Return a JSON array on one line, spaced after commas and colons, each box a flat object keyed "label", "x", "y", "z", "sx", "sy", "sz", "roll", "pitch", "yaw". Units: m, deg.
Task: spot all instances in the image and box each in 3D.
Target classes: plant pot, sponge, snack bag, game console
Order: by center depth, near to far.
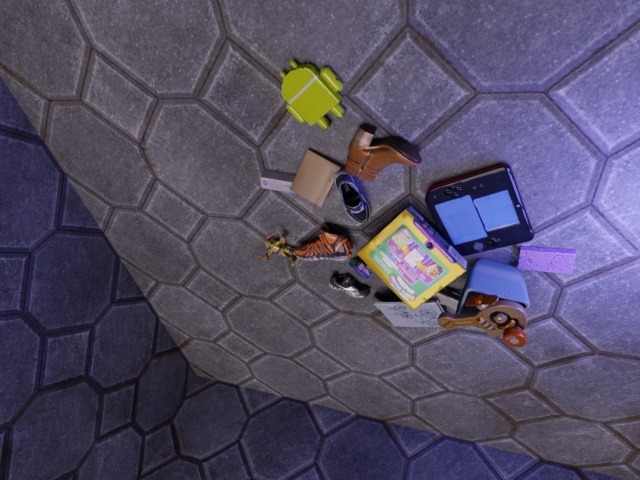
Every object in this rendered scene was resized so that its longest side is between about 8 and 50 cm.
[{"label": "game console", "x": 0.641, "y": -0.106, "z": 1.696, "sx": 0.341, "sy": 0.060, "sz": 0.387, "roll": -13, "pitch": 126, "yaw": 34}, {"label": "sponge", "x": 0.952, "y": 0.082, "z": 1.759, "sx": 0.209, "sy": 0.031, "sz": 0.117, "roll": 5, "pitch": 134, "yaw": 21}, {"label": "plant pot", "x": 0.744, "y": 0.226, "z": 1.831, "sx": 0.246, "sy": 0.252, "sz": 0.248, "roll": 13, "pitch": 136, "yaw": 12}, {"label": "snack bag", "x": 0.491, "y": 0.390, "z": 2.204, "sx": 0.342, "sy": 0.037, "sz": 0.323, "roll": -6, "pitch": 145, "yaw": 30}]

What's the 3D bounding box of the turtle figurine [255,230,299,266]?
[{"label": "turtle figurine", "x": -0.220, "y": 0.055, "z": 2.224, "sx": 0.217, "sy": 0.087, "sz": 0.269, "roll": 30, "pitch": 129, "yaw": -16}]

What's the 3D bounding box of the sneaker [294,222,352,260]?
[{"label": "sneaker", "x": 0.000, "y": 0.000, "z": 2.065, "sx": 0.320, "sy": 0.125, "sz": 0.180, "roll": -2, "pitch": 119, "yaw": 28}]

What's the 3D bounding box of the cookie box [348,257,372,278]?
[{"label": "cookie box", "x": 0.200, "y": 0.141, "z": 2.112, "sx": 0.092, "sy": 0.040, "sz": 0.107, "roll": 46, "pitch": 170, "yaw": -23}]

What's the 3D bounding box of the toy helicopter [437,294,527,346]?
[{"label": "toy helicopter", "x": 0.636, "y": 0.306, "z": 1.678, "sx": 0.354, "sy": 0.140, "sz": 0.235, "roll": -13, "pitch": 124, "yaw": 37}]

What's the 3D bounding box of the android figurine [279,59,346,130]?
[{"label": "android figurine", "x": -0.036, "y": -0.548, "z": 1.571, "sx": 0.272, "sy": 0.056, "sz": 0.248, "roll": 42, "pitch": 135, "yaw": -18}]

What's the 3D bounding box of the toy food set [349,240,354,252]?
[{"label": "toy food set", "x": 0.129, "y": 0.030, "z": 2.088, "sx": 0.082, "sy": 0.020, "sz": 0.083, "roll": 18, "pitch": 137, "yaw": 7}]

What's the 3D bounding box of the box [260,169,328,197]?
[{"label": "box", "x": -0.112, "y": -0.255, "z": 1.887, "sx": 0.323, "sy": 0.067, "sz": 0.063, "roll": 11, "pitch": 135, "yaw": 13}]

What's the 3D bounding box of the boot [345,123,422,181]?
[{"label": "boot", "x": 0.236, "y": -0.306, "z": 1.644, "sx": 0.283, "sy": 0.109, "sz": 0.220, "roll": 24, "pitch": 136, "yaw": 4}]

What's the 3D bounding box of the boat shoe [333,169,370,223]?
[{"label": "boat shoe", "x": 0.146, "y": -0.164, "z": 1.797, "sx": 0.108, "sy": 0.102, "sz": 0.301, "roll": -22, "pitch": 132, "yaw": 8}]

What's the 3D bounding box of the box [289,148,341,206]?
[{"label": "box", "x": -0.024, "y": -0.267, "z": 1.797, "sx": 0.164, "sy": 0.021, "sz": 0.201, "roll": 30, "pitch": 115, "yaw": 5}]

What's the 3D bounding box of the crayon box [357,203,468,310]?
[{"label": "crayon box", "x": 0.398, "y": 0.078, "z": 1.832, "sx": 0.363, "sy": 0.106, "sz": 0.313, "roll": 46, "pitch": 120, "yaw": 2}]

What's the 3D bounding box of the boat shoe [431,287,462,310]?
[{"label": "boat shoe", "x": 0.664, "y": 0.295, "z": 2.064, "sx": 0.254, "sy": 0.079, "sz": 0.095, "roll": 21, "pitch": 140, "yaw": 7}]

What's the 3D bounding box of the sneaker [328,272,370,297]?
[{"label": "sneaker", "x": 0.157, "y": 0.236, "z": 2.236, "sx": 0.234, "sy": 0.078, "sz": 0.106, "roll": 17, "pitch": 139, "yaw": 11}]

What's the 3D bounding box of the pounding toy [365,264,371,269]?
[{"label": "pounding toy", "x": 0.332, "y": 0.131, "z": 2.037, "sx": 0.205, "sy": 0.181, "sz": 0.094, "roll": 23, "pitch": 94, "yaw": 2}]

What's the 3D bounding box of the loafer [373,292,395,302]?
[{"label": "loafer", "x": 0.351, "y": 0.337, "z": 2.268, "sx": 0.147, "sy": 0.056, "sz": 0.050, "roll": 32, "pitch": 141, "yaw": 0}]
